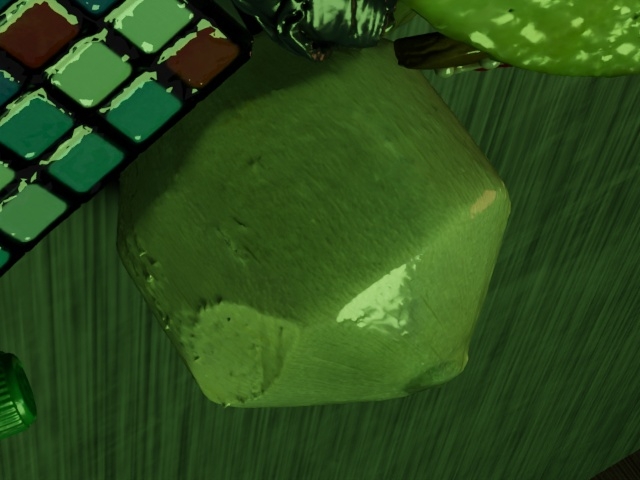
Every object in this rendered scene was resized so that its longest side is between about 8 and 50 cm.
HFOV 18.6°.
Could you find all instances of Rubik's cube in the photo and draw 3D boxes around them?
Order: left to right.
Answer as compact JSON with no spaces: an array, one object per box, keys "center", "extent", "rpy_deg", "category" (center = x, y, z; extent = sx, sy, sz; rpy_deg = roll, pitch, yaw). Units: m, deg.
[{"center":[-0.172,-0.120,0.839],"extent":[0.182,0.187,0.184],"rpy_deg":[-40,141,11],"category":"Rubik's cube"}]

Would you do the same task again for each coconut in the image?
[{"center":[0.000,0.000,1.289],"extent":[0.245,0.247,0.245],"rpy_deg":[-31,167,-8],"category":"coconut"}]

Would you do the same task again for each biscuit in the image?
[{"center":[0.111,-0.119,1.162],"extent":[0.138,0.031,0.205],"rpy_deg":[-7,-174,28],"category":"biscuit"}]

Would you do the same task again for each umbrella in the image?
[{"center":[-0.066,-0.160,0.994],"extent":[0.248,0.071,0.071],"rpy_deg":[27,120,-31],"category":"umbrella"}]

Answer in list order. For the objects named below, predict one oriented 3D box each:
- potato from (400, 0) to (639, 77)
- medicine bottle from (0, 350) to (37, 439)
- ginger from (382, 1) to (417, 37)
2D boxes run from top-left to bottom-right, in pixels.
[{"center":[0.085,-0.240,0.850],"extent":[0.330,0.280,0.212],"rpy_deg":[-7,143,-12],"category":"potato"},{"center":[-0.333,0.145,1.254],"extent":[0.309,0.076,0.111],"rpy_deg":[-22,-176,0],"category":"medicine bottle"},{"center":[0.124,-0.229,1.087],"extent":[0.358,0.211,0.413],"rpy_deg":[-8,146,-46],"category":"ginger"}]
